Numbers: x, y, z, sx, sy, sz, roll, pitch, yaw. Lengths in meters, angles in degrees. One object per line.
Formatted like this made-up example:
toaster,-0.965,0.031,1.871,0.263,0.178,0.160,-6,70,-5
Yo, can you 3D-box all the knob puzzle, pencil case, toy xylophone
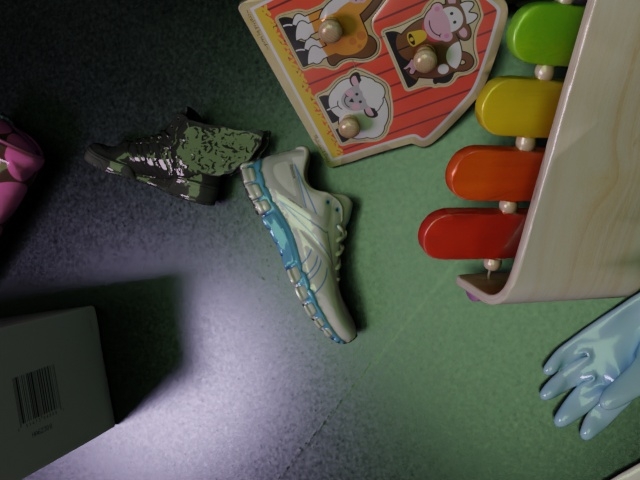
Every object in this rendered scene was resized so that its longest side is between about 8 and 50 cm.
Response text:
knob puzzle,0.056,-0.151,0.538,0.213,0.030,0.213,3,130,4
pencil case,-0.378,-0.033,0.691,0.098,0.095,0.209,30,99,-23
toy xylophone,0.216,-0.077,0.469,0.236,0.081,0.323,6,116,-20

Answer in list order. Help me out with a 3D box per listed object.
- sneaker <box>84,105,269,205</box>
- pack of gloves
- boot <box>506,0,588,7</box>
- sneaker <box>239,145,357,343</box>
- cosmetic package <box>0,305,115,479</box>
sneaker,-0.142,-0.091,0.645,0.170,0.051,0.089,20,97,9
pack of gloves,0.312,0.125,0.528,0.232,0.046,0.195,-41,81,13
boot,0.113,-0.445,0.511,0.366,0.146,0.446,15,77,-18
sneaker,0.000,0.000,0.601,0.082,0.071,0.191,-26,90,0
cosmetic package,-0.361,0.153,0.623,0.224,0.224,0.138,-10,90,15
